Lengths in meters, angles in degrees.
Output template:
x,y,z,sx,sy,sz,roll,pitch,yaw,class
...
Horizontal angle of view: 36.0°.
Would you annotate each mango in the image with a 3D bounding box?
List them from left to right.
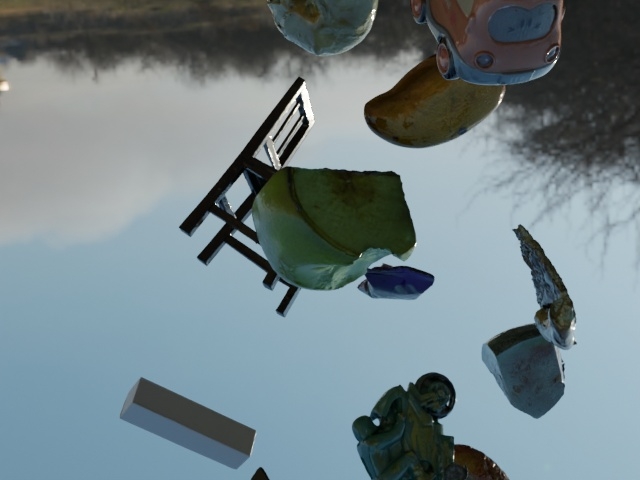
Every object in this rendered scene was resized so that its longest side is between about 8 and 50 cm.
x,y,z,sx,sy,sz,roll,pitch,yaw,class
0.236,-0.287,2.017,0.294,0.177,0.120,-22,-159,10,mango

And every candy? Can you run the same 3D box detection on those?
x,y,z,sx,sy,sz,roll,pitch,yaw,class
0.153,0.090,2.063,0.145,0.070,0.275,10,168,0,candy

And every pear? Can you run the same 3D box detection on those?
x,y,z,sx,sy,sz,roll,pitch,yaw,class
0.000,0.000,1.769,0.286,0.176,0.282,1,158,-35,pear

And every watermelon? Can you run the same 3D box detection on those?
x,y,z,sx,sy,sz,roll,pitch,yaw,class
0.582,0.368,2.753,0.228,0.258,0.387,-16,165,7,watermelon

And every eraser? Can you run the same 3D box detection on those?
x,y,z,sx,sy,sz,roll,pitch,yaw,class
-0.296,0.415,2.221,0.298,0.078,0.076,27,-138,-15,eraser

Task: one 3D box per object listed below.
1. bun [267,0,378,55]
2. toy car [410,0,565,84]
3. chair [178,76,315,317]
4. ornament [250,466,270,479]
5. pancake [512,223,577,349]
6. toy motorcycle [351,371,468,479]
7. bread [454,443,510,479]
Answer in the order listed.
x,y,z,sx,sy,sz,roll,pitch,yaw,class
-0.015,-0.504,1.983,0.146,0.287,0.287,-24,-158,-36,bun
0.259,-0.376,1.472,0.180,0.212,0.271,-9,-123,-14,toy car
-0.060,-0.092,2.054,0.240,0.416,0.203,31,164,21,chair
-0.040,0.439,1.622,0.203,0.088,0.081,20,-162,-44,ornament
0.389,0.086,1.753,0.057,0.245,0.266,-27,-178,-1,pancake
0.148,0.366,1.696,0.198,0.297,0.109,9,159,-18,toy motorcycle
0.339,0.492,1.958,0.269,0.095,0.139,36,170,-17,bread
